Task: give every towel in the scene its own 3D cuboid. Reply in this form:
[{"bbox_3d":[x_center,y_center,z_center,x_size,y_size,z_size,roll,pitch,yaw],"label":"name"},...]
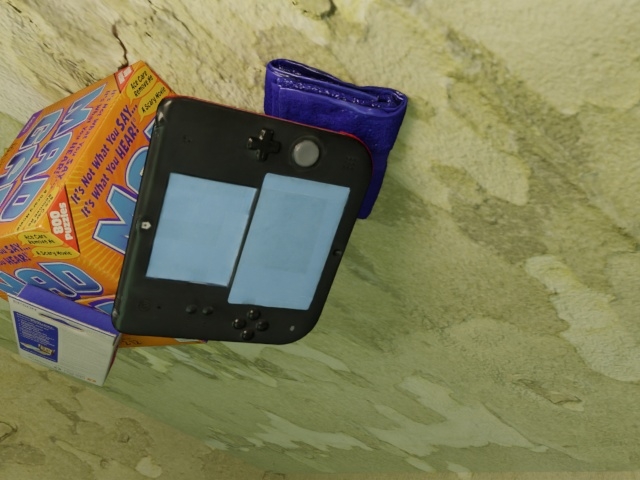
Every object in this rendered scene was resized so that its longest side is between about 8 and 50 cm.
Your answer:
[{"bbox_3d":[0.005,-0.151,1.047,0.227,0.076,0.308,17,148,3],"label":"towel"}]

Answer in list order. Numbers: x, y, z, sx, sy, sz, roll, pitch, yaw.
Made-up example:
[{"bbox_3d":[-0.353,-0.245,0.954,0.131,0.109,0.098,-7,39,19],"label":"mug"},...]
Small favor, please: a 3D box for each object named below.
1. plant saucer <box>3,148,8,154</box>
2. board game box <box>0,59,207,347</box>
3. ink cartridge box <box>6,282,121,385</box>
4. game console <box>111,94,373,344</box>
[{"bbox_3d":[-0.637,-0.120,1.438,0.188,0.045,0.188,14,148,6],"label":"plant saucer"},{"bbox_3d":[-0.386,-0.039,1.144,0.356,0.356,0.356,-10,139,36],"label":"board game box"},{"bbox_3d":[-0.452,0.169,1.097,0.175,0.069,0.371,24,151,-11],"label":"ink cartridge box"},{"bbox_3d":[-0.116,-0.007,0.946,0.342,0.060,0.387,7,115,-30],"label":"game console"}]
